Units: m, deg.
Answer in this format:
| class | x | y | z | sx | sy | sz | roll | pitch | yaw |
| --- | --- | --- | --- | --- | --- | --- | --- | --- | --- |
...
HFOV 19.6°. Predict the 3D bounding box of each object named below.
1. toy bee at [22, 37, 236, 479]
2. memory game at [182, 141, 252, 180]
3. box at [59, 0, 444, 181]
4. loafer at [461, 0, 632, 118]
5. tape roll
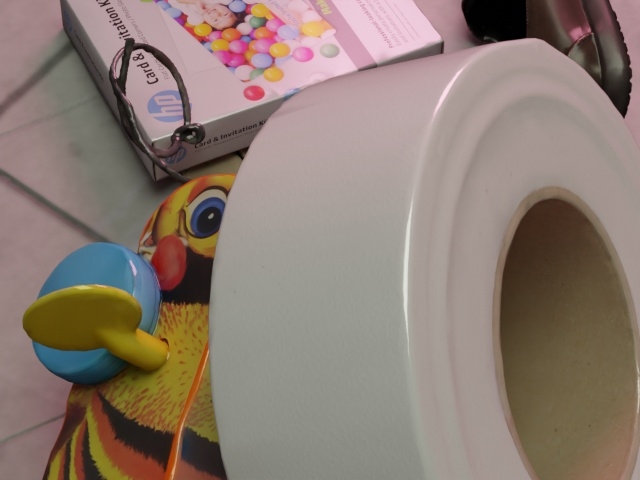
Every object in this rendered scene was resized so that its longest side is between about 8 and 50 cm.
| class | x | y | z | sx | sy | sz | roll | pitch | yaw |
| --- | --- | --- | --- | --- | --- | --- | --- | --- | --- |
| toy bee | -0.060 | 0.031 | 0.888 | 0.195 | 0.162 | 0.298 | 1 | 82 | -52 |
| memory game | 0.000 | 0.000 | 1.036 | 0.186 | 0.012 | 0.186 | 2 | 55 | -2 |
| box | -0.042 | -0.123 | 1.096 | 0.186 | 0.038 | 0.145 | -21 | 53 | -16 |
| loafer | 0.121 | -0.160 | 1.114 | 0.078 | 0.080 | 0.220 | -9 | 56 | -11 |
| tape roll | 0.072 | 0.057 | 0.836 | 0.100 | 0.286 | 0.286 | -8 | 48 | 32 |
